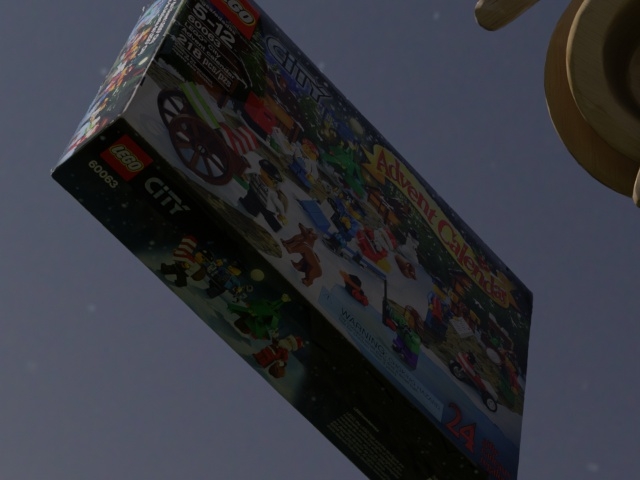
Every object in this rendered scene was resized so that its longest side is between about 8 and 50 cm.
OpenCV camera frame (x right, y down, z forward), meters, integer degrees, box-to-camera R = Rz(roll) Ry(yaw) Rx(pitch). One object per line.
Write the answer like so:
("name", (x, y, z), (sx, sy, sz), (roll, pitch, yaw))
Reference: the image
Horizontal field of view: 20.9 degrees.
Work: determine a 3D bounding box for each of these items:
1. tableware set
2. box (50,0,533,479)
("tableware set", (0.158, -0.087, 0.553), (0.128, 0.194, 0.039), (54, -3, 16))
("box", (0.000, 0.000, 0.757), (0.044, 0.159, 0.233), (-35, -70, 28))
